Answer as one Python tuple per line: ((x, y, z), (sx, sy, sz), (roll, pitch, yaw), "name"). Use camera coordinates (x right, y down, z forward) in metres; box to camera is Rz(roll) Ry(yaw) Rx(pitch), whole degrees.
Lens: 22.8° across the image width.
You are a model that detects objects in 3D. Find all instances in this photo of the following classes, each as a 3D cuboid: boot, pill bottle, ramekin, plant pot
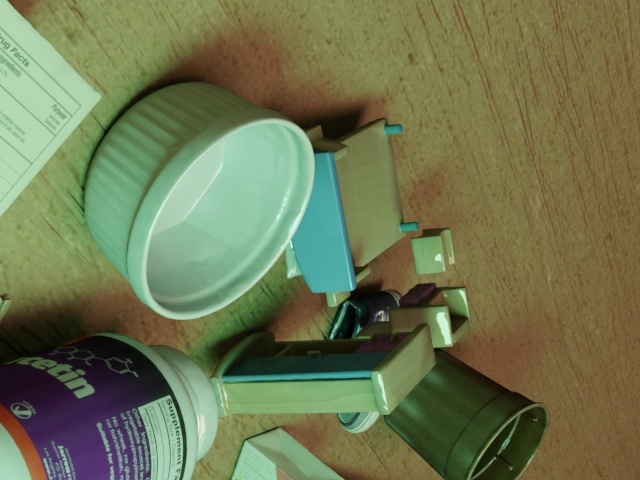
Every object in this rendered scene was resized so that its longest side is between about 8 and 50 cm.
((0.037, 0.145, 1.877), (0.086, 0.069, 0.190), (-4, 116, -44), "boot")
((-0.232, 0.187, 1.396), (0.323, 0.181, 0.181), (-19, 136, -57), "pill bottle")
((-0.115, -0.043, 1.417), (0.207, 0.109, 0.207), (-35, 145, -30), "ramekin")
((0.181, 0.237, 2.060), (0.167, 0.165, 0.167), (-35, 145, -30), "plant pot")

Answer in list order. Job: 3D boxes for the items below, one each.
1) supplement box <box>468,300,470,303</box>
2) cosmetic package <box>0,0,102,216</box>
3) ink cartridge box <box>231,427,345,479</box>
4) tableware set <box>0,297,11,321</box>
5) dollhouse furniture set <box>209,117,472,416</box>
((0.139, 0.102, 1.991), (0.098, 0.036, 0.062), (-14, 131, -47), "supplement box")
((-0.320, -0.045, 1.126), (0.309, 0.113, 0.160), (-51, 150, -7), "cosmetic package")
((-0.058, 0.338, 1.878), (0.067, 0.115, 0.198), (-15, 132, -48), "ink cartridge box")
((-0.337, 0.088, 1.330), (0.141, 0.020, 0.168), (-54, 150, -1), "tableware set")
((0.000, 0.000, 1.662), (0.286, 0.198, 0.303), (-37, 120, -60), "dollhouse furniture set")
